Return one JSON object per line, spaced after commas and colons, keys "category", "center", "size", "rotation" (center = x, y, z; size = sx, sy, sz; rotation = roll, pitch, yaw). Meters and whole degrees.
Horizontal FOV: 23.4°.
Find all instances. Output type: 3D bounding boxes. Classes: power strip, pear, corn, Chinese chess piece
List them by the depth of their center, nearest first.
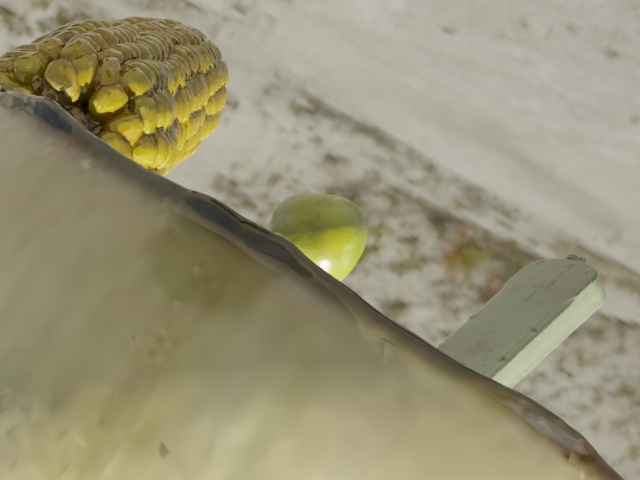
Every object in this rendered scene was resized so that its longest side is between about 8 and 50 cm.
{"category": "Chinese chess piece", "center": [-0.020, 0.060, 0.452], "size": [0.257, 0.104, 0.257], "rotation": [32, 177, 2]}
{"category": "corn", "center": [-0.112, -0.073, 0.838], "size": [0.102, 0.102, 0.313], "rotation": [30, -170, -2]}
{"category": "power strip", "center": [0.126, 0.086, 1.154], "size": [0.080, 0.227, 0.029], "rotation": [10, 133, 54]}
{"category": "pear", "center": [0.000, 0.000, 1.405], "size": [0.097, 0.092, 0.092], "rotation": [-9, -155, -27]}
